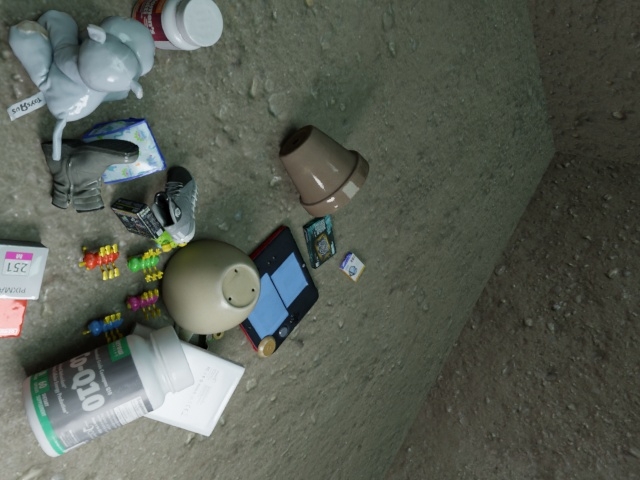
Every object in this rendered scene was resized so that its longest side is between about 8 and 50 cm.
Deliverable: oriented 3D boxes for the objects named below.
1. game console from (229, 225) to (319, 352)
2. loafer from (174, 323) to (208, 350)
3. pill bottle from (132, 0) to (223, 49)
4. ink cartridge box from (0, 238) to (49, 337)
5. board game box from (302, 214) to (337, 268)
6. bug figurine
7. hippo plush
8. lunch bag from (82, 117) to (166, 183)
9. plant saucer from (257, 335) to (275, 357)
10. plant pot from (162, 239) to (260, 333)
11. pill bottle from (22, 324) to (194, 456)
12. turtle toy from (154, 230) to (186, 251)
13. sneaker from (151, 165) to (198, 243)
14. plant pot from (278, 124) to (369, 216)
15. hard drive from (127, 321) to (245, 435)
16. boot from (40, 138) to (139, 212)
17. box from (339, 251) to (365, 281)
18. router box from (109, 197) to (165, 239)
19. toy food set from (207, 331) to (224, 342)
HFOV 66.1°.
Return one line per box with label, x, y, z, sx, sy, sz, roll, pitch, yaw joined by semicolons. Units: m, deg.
game console;-0.162;0.189;1.738;0.342;0.060;0.387;-45;135;-26
loafer;-0.400;0.350;1.515;0.101;0.092;0.269;-14;115;-43
pill bottle;-0.330;-0.504;1.134;0.121;0.221;0.121;-21;120;-41
ink cartridge box;-0.756;0.110;1.049;0.275;0.060;0.239;9;98;-49
board game box;0.000;0.000;1.862;0.126;0.026;0.186;-35;129;-34
bug figurine;-0.524;0.126;1.299;0.216;0.072;0.279;-13;116;-43
hippo plush;-0.469;-0.364;0.974;0.234;0.236;0.294;51;43;-29
lunch bag;-0.457;-0.217;1.167;0.096;0.151;0.129;-81;160;-53
plant saucer;-0.186;0.377;1.736;0.083;0.015;0.084;-22;120;-43
plant pot;-0.282;0.132;1.413;0.284;0.190;0.285;5;83;-41
pill bottle;-0.520;0.363;1.239;0.360;0.204;0.204;-22;123;-22
turtle toy;-0.413;-0.024;1.363;0.130;0.066;0.095;-22;98;-44
sneaker;-0.376;-0.116;1.260;0.132;0.086;0.229;58;18;-64
plant pot;-0.008;-0.245;1.605;0.229;0.263;0.263;46;71;-29
hard drive;-0.428;0.410;1.431;0.353;0.047;0.233;30;87;-26
boot;-0.503;-0.142;1.104;0.083;0.246;0.161;-52;143;-62
box;0.129;0.107;2.051;0.081;0.028;0.136;-58;136;-12
router box;-0.465;-0.056;1.251;0.038;0.122;0.092;-54;139;-30
toy food set;-0.351;0.291;1.600;0.082;0.020;0.083;-18;119;-43
